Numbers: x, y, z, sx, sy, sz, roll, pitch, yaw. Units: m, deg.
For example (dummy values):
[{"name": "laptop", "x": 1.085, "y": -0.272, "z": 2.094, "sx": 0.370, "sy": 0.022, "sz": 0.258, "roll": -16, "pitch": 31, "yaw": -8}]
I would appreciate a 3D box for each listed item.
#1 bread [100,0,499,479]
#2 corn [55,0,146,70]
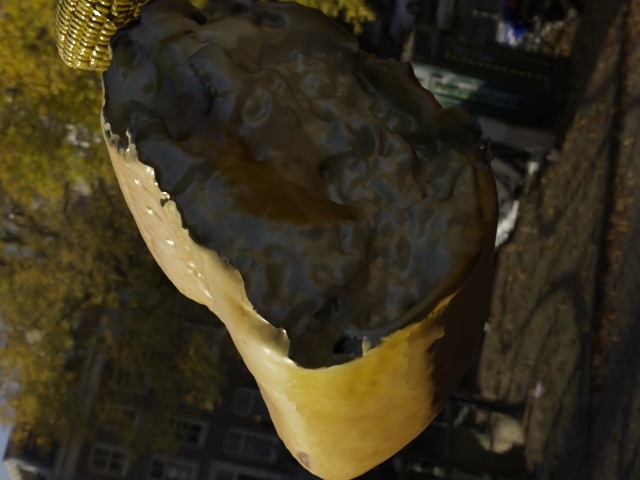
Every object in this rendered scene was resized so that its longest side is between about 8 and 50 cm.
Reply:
[{"name": "bread", "x": 0.000, "y": 0.000, "z": 0.978, "sx": 0.361, "sy": 0.250, "sz": 0.394, "roll": 51, "pitch": 167, "yaw": 28}, {"name": "corn", "x": -0.170, "y": -0.230, "z": 0.918, "sx": 0.080, "sy": 0.080, "sz": 0.231, "roll": -79, "pitch": 12, "yaw": -44}]
